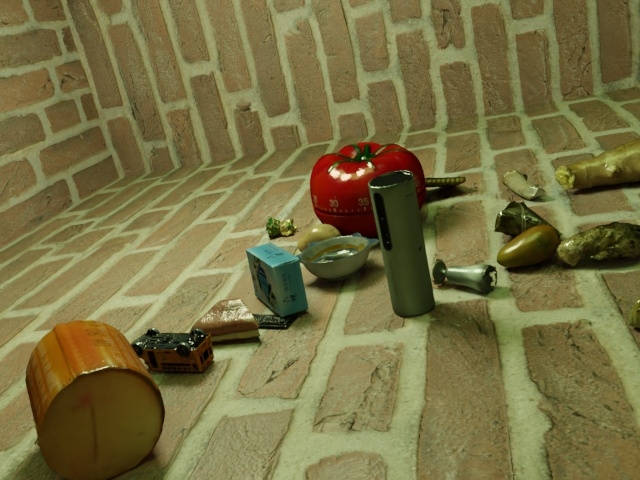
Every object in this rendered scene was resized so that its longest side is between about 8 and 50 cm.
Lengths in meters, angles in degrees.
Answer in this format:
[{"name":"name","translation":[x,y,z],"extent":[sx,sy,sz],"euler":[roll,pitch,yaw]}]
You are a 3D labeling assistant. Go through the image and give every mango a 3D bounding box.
[{"name":"mango","translation":[0.533,0.020,1.671],"extent":[0.163,0.089,0.111],"euler":[-27,-4,-14]}]

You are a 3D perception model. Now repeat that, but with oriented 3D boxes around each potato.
[{"name":"potato","translation":[-0.002,0.002,2.051],"extent":[0.147,0.112,0.112],"euler":[-17,17,19]}]

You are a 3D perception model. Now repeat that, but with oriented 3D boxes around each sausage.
[{"name":"sausage","translation":[-0.454,0.307,1.306],"extent":[0.233,0.233,0.287],"euler":[-21,23,-22]}]

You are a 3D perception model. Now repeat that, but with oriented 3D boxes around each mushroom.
[{"name":"mushroom","translation":[0.677,-0.178,2.176],"extent":[0.084,0.071,0.209],"euler":[16,18,-14]}]

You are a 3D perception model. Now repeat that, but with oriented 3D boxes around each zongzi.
[{"name":"zongzi","translation":[0.608,-0.059,1.881],"extent":[0.184,0.084,0.187],"euler":[12,24,23]}]

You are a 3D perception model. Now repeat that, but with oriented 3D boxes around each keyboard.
[{"name":"keyboard","translation":[-0.157,0.205,1.713],"extent":[0.196,0.015,0.074],"euler":[-1,23,29]}]

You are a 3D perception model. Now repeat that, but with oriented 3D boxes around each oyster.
[{"name":"oyster","translation":[0.738,-0.010,1.635],"extent":[0.294,0.094,0.166],"euler":[-18,10,-31]}]

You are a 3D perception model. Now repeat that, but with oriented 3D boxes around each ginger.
[{"name":"ginger","translation":[0.946,-0.261,2.090],"extent":[0.375,0.166,0.236],"euler":[1,32,20]}]

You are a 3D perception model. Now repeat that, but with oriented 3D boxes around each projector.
[{"name":"projector","translation":[0.194,0.010,1.542],"extent":[0.108,0.337,0.108],"euler":[-12,21,5]}]

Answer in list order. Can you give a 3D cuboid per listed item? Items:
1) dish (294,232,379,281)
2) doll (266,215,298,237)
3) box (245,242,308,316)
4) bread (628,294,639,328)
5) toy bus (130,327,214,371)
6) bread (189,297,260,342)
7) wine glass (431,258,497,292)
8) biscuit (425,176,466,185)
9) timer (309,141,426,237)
[{"name":"dish","translation":[0.054,0.057,1.885],"extent":[0.236,0.086,0.228],"euler":[-4,20,26]},{"name":"doll","translation":[-0.143,-0.039,2.354],"extent":[0.113,0.077,0.078],"euler":[12,43,-13]},{"name":"box","translation":[-0.120,0.101,1.767],"extent":[0.083,0.143,0.232],"euler":[-17,17,-21]},{"name":"bread","translation":[0.683,0.134,1.287],"extent":[0.157,0.083,0.094],"euler":[-12,31,-2]},{"name":"toy bus","translation":[-0.357,0.265,1.567],"extent":[0.194,0.088,0.083],"euler":[-3,21,22]},{"name":"bread","translation":[-0.229,0.206,1.665],"extent":[0.192,0.067,0.119],"euler":[-6,41,18]},{"name":"wine glass","translation":[0.355,0.085,1.631],"extent":[0.155,0.072,0.072],"euler":[6,27,45]},{"name":"biscuit","translation":[0.383,-0.208,2.380],"extent":[0.254,0.029,0.172],"euler":[-2,0,-5]},{"name":"timer","translation":[0.155,-0.163,2.147],"extent":[0.378,0.279,0.378],"euler":[-9,20,3]}]
